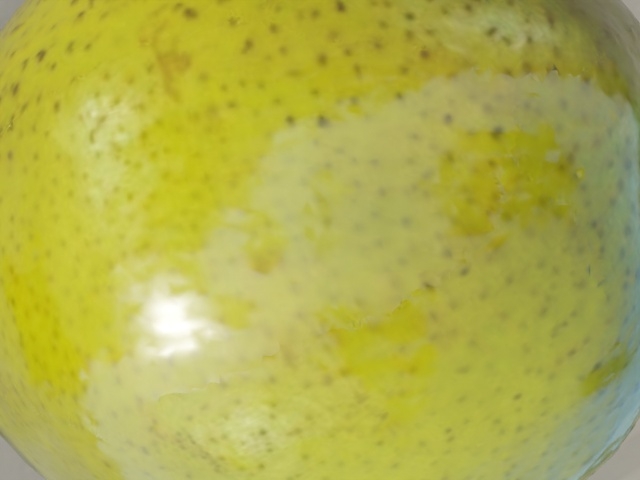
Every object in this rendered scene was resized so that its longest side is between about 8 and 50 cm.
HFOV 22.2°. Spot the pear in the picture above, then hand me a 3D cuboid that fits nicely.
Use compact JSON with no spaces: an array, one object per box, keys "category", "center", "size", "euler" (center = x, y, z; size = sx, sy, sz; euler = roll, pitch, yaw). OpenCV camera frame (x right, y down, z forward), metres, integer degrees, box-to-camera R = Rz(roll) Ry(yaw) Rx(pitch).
[{"category":"pear","center":[0.000,0.000,0.626],"size":[0.294,0.294,0.294],"euler":[-23,152,-13]}]
